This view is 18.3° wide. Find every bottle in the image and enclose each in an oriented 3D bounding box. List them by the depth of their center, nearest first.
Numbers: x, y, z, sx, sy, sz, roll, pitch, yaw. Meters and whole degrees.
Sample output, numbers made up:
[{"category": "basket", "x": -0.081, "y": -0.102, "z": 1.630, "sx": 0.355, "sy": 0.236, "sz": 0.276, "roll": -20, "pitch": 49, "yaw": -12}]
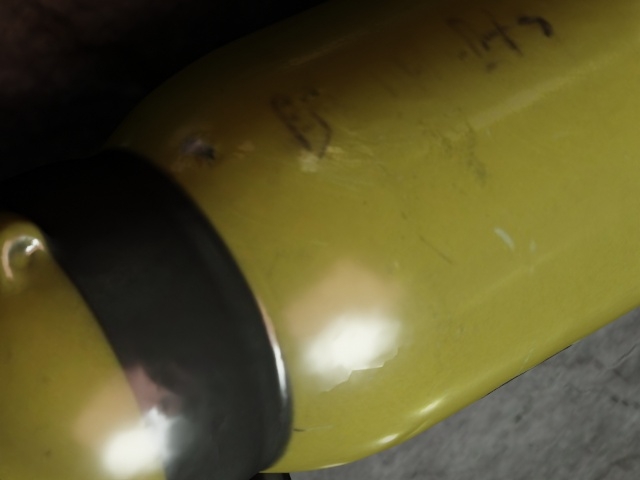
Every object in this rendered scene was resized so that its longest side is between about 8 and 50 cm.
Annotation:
[{"category": "bottle", "x": 0.000, "y": 0.000, "z": 0.758, "sx": 0.351, "sy": 0.171, "sz": 0.171, "roll": -27, "pitch": 126, "yaw": -26}]

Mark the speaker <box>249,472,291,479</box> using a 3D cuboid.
[{"category": "speaker", "x": -0.021, "y": 0.289, "z": 0.913, "sx": 0.180, "sy": 0.184, "sz": 0.388, "roll": -30, "pitch": 125, "yaw": -15}]
